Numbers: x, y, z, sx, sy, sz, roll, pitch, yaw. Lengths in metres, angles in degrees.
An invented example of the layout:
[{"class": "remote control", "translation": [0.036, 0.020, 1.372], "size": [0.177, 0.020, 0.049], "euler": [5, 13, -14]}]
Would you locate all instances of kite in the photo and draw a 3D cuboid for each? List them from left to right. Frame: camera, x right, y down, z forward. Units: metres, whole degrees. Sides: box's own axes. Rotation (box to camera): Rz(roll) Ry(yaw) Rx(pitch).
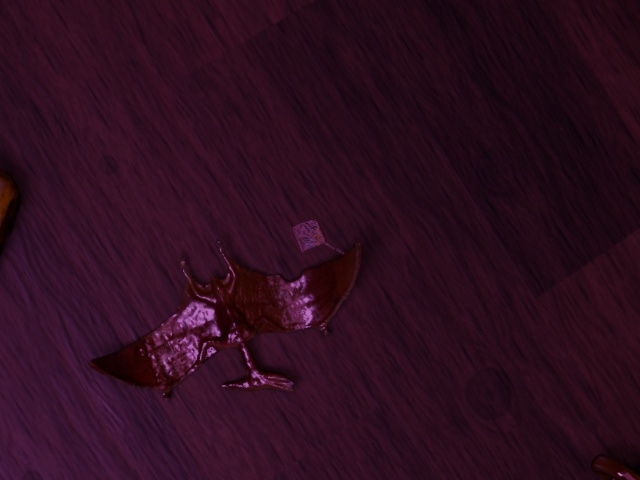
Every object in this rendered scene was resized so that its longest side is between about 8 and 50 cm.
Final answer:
[{"class": "kite", "translation": [-0.004, 0.004, 1.667], "size": [0.044, 0.002, 0.078], "euler": [-42, 93, -13]}]

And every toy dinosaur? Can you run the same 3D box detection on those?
[{"class": "toy dinosaur", "translation": [-0.119, 0.099, 1.579], "size": [0.327, 0.113, 0.206], "euler": [3, 83, -9]}]

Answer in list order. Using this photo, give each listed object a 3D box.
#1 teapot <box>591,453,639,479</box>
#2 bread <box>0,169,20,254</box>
[{"class": "teapot", "translation": [0.464, 0.357, 1.659], "size": [0.252, 0.135, 0.178], "euler": [37, 74, -7]}, {"class": "bread", "translation": [-0.483, -0.038, 1.529], "size": [0.222, 0.096, 0.181], "euler": [26, 77, -7]}]
